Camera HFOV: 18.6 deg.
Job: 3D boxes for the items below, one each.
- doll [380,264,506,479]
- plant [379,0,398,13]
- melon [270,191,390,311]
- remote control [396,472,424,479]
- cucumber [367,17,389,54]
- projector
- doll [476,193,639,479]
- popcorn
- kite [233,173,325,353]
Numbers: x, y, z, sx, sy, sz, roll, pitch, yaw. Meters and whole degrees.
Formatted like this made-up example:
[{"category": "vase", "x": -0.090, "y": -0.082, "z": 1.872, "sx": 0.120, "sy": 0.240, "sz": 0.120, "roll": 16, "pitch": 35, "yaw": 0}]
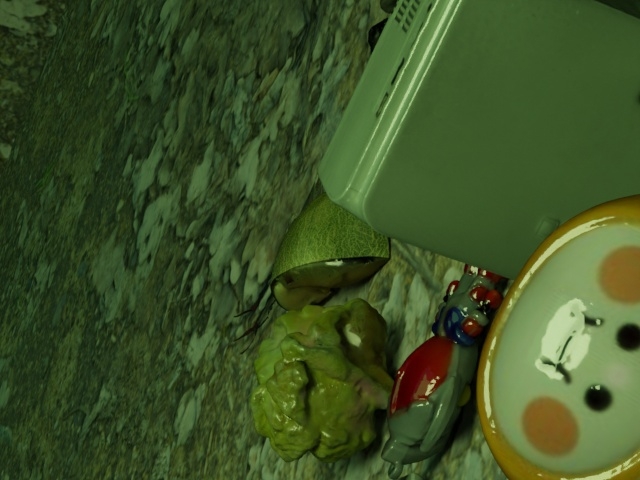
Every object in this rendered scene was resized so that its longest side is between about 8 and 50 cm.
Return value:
[{"category": "doll", "x": 0.097, "y": 0.103, "z": 1.574, "sx": 0.104, "sy": 0.062, "sz": 0.195, "roll": 18, "pitch": 81, "yaw": 53}, {"category": "plant", "x": 0.152, "y": -0.211, "z": 1.475, "sx": 0.188, "sy": 0.199, "sz": 0.276, "roll": 60, "pitch": 178, "yaw": 19}, {"category": "melon", "x": 0.000, "y": 0.000, "z": 1.881, "sx": 0.160, "sy": 0.079, "sz": 0.128, "roll": -39, "pitch": 39, "yaw": 56}, {"category": "remote control", "x": 0.048, "y": 0.233, "z": 1.634, "sx": 0.184, "sy": 0.027, "sz": 0.050, "roll": 144, "pitch": 142, "yaw": -65}, {"category": "cucumber", "x": 0.080, "y": -0.146, "z": 1.844, "sx": 0.058, "sy": 0.058, "sz": 0.187, "roll": -58, "pitch": 22, "yaw": 31}, {"category": "projector", "x": 0.151, "y": -0.081, "z": 1.315, "sx": 0.198, "sy": 0.250, "sz": 0.108, "roll": -65, "pitch": 20, "yaw": 18}, {"category": "doll", "x": 0.218, "y": 0.091, "z": 1.129, "sx": 0.236, "sy": 0.213, "sz": 0.213, "roll": 33, "pitch": 108, "yaw": 25}, {"category": "popcorn", "x": 0.003, "y": 0.124, "z": 1.705, "sx": 0.126, "sy": 0.126, "sz": 0.145, "roll": -34, "pitch": 17, "yaw": 48}, {"category": "kite", "x": -0.033, "y": 0.018, "z": 2.049, "sx": 0.229, "sy": 0.016, "sz": 0.127, "roll": -56, "pitch": 22, "yaw": 29}]
